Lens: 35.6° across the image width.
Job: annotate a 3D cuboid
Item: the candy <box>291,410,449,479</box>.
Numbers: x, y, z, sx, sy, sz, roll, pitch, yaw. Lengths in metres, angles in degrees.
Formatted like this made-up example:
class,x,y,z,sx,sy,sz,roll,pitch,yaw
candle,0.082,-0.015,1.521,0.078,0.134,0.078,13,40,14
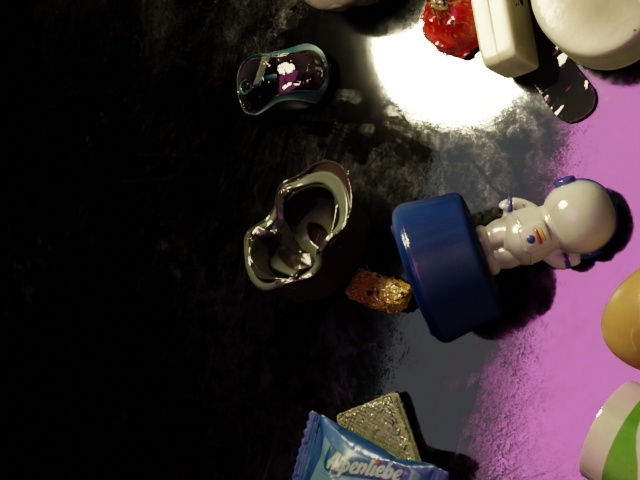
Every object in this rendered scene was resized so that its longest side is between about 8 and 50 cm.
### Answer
class,x,y,z,sx,sy,sz,roll,pitch,yaw
candy,0.082,0.471,1.938,0.331,0.077,0.187,17,88,31

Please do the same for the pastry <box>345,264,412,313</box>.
class,x,y,z,sx,sy,sz,roll,pitch,yaw
pastry,0.120,0.103,2.012,0.140,0.056,0.080,25,91,35

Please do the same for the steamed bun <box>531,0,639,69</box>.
class,x,y,z,sx,sy,sz,roll,pitch,yaw
steamed bun,0.480,-0.415,1.796,0.164,0.146,0.242,-40,69,18

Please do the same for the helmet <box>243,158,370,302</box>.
class,x,y,z,sx,sy,sz,roll,pitch,yaw
helmet,0.000,0.000,2.013,0.305,0.177,0.225,-45,42,12

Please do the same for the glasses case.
class,x,y,z,sx,sy,sz,roll,pitch,yaw
glasses case,0.335,-0.470,1.883,0.070,0.131,0.313,-14,79,31

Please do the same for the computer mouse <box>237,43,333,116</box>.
class,x,y,z,sx,sy,sz,roll,pitch,yaw
computer mouse,-0.088,-0.343,2.143,0.233,0.096,0.137,-14,80,27

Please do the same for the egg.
class,x,y,z,sx,sy,sz,roll,pitch,yaw
egg,0.586,0.129,1.662,0.244,0.201,0.201,-24,74,39

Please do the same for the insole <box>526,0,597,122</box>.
class,x,y,z,sx,sy,sz,roll,pitch,yaw
insole,0.415,-0.374,1.910,0.119,0.009,0.348,-37,69,23

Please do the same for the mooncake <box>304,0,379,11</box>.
class,x,y,z,sx,sy,sz,roll,pitch,yaw
mooncake,0.035,-0.621,2.037,0.306,0.154,0.306,6,102,30

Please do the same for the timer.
class,x,y,z,sx,sy,sz,roll,pitch,yaw
timer,0.348,0.004,1.807,0.383,0.270,0.270,-20,76,11

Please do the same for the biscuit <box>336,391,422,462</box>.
class,x,y,z,sx,sy,sz,roll,pitch,yaw
biscuit,0.127,0.439,1.982,0.147,0.046,0.250,-24,74,25

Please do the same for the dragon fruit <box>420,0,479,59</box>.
class,x,y,z,sx,sy,sz,roll,pitch,yaw
dragon fruit,0.251,-0.436,1.950,0.153,0.111,0.153,-1,88,36

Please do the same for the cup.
class,x,y,z,sx,sy,sz,roll,pitch,yaw
cup,0.585,0.371,1.624,0.274,0.253,0.253,27,99,35
